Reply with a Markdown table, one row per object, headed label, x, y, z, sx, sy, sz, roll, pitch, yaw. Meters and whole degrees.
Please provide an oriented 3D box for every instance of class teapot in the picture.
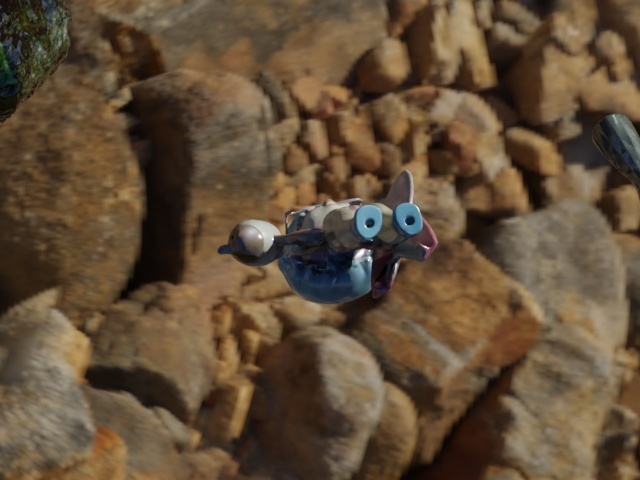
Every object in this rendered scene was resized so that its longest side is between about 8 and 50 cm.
| label | x | y | z | sx | sy | sz | roll | pitch | yaw |
| --- | --- | --- | --- | --- | --- | --- | --- | --- | --- |
| teapot | 0.309 | -0.077 | 1.655 | 0.042 | 0.111 | 0.043 | -12 | 135 | -12 |

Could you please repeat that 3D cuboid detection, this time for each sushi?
| label | x | y | z | sx | sy | sz | roll | pitch | yaw |
| --- | --- | --- | --- | --- | --- | --- | --- | --- | --- |
| sushi | -0.286 | -0.194 | 1.289 | 0.127 | 0.124 | 0.225 | -64 | 148 | -43 |

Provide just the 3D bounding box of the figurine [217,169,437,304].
| label | x | y | z | sx | sy | sz | roll | pitch | yaw |
| --- | --- | --- | --- | --- | --- | --- | --- | --- | --- |
| figurine | 0.009 | 0.010 | 1.519 | 0.205 | 0.260 | 0.103 | -19 | 90 | -16 |
